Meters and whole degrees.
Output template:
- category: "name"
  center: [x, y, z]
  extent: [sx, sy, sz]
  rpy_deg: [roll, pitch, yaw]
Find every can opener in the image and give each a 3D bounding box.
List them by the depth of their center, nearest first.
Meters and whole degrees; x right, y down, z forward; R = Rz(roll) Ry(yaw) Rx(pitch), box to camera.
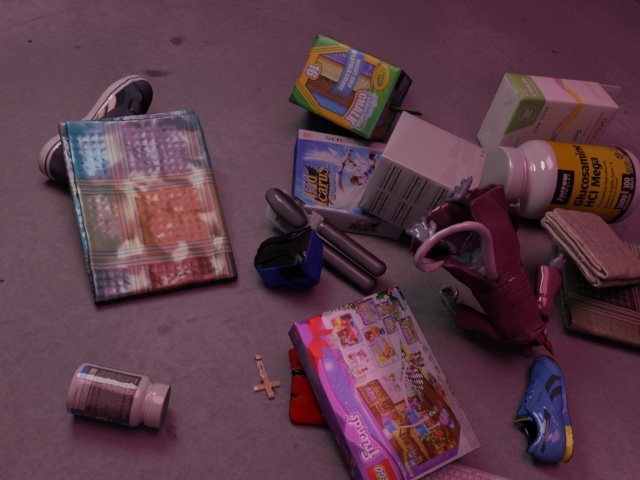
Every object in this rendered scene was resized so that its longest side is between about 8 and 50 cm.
- category: "can opener"
  center: [0.000, 0.000, 1.218]
  extent: [0.280, 0.074, 0.093]
  rpy_deg: [36, 15, 9]

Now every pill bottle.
- category: "pill bottle"
  center: [-0.301, 0.236, 0.924]
  extent: [0.137, 0.078, 0.078]
  rpy_deg: [13, 45, -3]
- category: "pill bottle"
  center: [0.561, -0.139, 1.449]
  extent: [0.334, 0.188, 0.188]
  rpy_deg: [2, 47, -13]

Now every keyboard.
- category: "keyboard"
  center: [0.244, 0.397, 0.969]
  extent: [0.256, 0.014, 0.072]
  rpy_deg: [17, 45, 1]

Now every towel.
- category: "towel"
  center: [-0.324, -0.078, 1.161]
  extent: [0.271, 0.040, 0.370]
  rpy_deg: [-10, 71, -23]
- category: "towel"
  center: [0.574, 0.017, 1.278]
  extent: [0.282, 0.049, 0.187]
  rpy_deg: [3, 47, -45]
- category: "towel"
  center: [0.666, 0.114, 1.344]
  extent: [0.324, 0.056, 0.312]
  rpy_deg: [17, 48, -3]

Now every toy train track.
- category: "toy train track"
  center: [-0.094, 0.227, 1.035]
  extent: [0.048, 0.014, 0.083]
  rpy_deg: [-8, 49, -23]

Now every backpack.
- category: "backpack"
  center: [-0.060, 0.044, 1.163]
  extent: [0.120, 0.101, 0.098]
  rpy_deg: [-9, 38, 22]

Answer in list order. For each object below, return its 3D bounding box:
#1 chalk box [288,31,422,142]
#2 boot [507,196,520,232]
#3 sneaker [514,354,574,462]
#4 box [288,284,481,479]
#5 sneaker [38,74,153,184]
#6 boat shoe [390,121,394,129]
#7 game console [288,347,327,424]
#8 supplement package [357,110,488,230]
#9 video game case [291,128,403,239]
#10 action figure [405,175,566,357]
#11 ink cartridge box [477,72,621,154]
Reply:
- category: "chalk box"
  center: [0.104, -0.351, 1.490]
  extent: [0.289, 0.179, 0.180]
  rpy_deg: [29, 12, 13]
- category: "boot"
  center: [0.345, -0.032, 1.284]
  extent: [0.106, 0.219, 0.082]
  rpy_deg: [7, 68, 4]
- category: "sneaker"
  center: [0.383, 0.285, 1.078]
  extent: [0.082, 0.069, 0.209]
  rpy_deg: [11, 45, 0]
- category: "box"
  center: [0.098, 0.237, 0.985]
  extent: [0.201, 0.057, 0.293]
  rpy_deg: [-17, 69, -23]
- category: "sneaker"
  center: [-0.431, -0.223, 1.297]
  extent: [0.127, 0.126, 0.321]
  rpy_deg: [24, 56, 13]
- category: "boat shoe"
  center: [0.168, -0.390, 1.651]
  extent: [0.076, 0.083, 0.226]
  rpy_deg: [14, 46, -4]
- category: "game console"
  center: [0.016, 0.249, 1.046]
  extent: [0.144, 0.085, 0.124]
  rpy_deg: [6, 77, -10]
- category: "supplement package"
  center: [0.216, -0.130, 1.290]
  extent: [0.203, 0.149, 0.194]
  rpy_deg: [26, 43, 2]
- category: "video game case"
  center: [0.059, -0.133, 1.392]
  extent: [0.244, 0.061, 0.269]
  rpy_deg: [8, 46, -7]
- category: "action figure"
  center: [0.336, 0.071, 1.109]
  extent: [0.370, 0.248, 0.276]
  rpy_deg: [55, 10, -10]
- category: "ink cartridge box"
  center: [0.621, -0.307, 1.612]
  extent: [0.353, 0.207, 0.119]
  rpy_deg: [1, 46, -14]
